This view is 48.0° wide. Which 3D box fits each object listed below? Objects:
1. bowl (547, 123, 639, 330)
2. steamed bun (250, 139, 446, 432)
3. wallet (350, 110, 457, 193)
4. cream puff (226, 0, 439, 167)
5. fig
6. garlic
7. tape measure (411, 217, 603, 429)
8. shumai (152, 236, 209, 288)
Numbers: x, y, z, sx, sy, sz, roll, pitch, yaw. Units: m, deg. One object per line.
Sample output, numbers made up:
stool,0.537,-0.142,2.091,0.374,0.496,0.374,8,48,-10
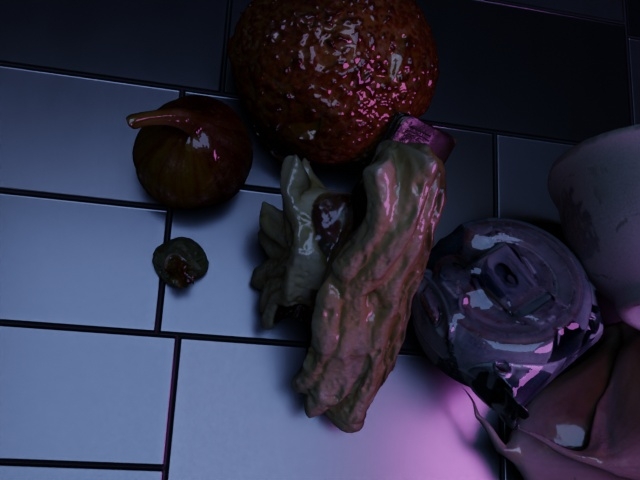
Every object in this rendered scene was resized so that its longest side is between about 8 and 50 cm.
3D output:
bowl,0.525,0.028,1.013,0.434,0.435,0.196,19,72,-8
steamed bun,0.010,0.033,0.979,0.189,0.428,0.247,8,30,-15
wallet,0.109,-0.071,1.082,0.121,0.031,0.232,20,107,-31
cream puff,0.029,-0.285,1.091,0.350,0.228,0.351,4,75,-14
fig,-0.179,-0.139,1.017,0.175,0.207,0.175,3,66,-7
garlic,0.428,0.266,1.043,0.339,0.231,0.246,-17,83,-22
tape measure,0.269,0.095,1.050,0.256,0.147,0.275,-33,61,-23
shumai,-0.203,0.027,1.036,0.083,0.080,0.082,26,71,-3
